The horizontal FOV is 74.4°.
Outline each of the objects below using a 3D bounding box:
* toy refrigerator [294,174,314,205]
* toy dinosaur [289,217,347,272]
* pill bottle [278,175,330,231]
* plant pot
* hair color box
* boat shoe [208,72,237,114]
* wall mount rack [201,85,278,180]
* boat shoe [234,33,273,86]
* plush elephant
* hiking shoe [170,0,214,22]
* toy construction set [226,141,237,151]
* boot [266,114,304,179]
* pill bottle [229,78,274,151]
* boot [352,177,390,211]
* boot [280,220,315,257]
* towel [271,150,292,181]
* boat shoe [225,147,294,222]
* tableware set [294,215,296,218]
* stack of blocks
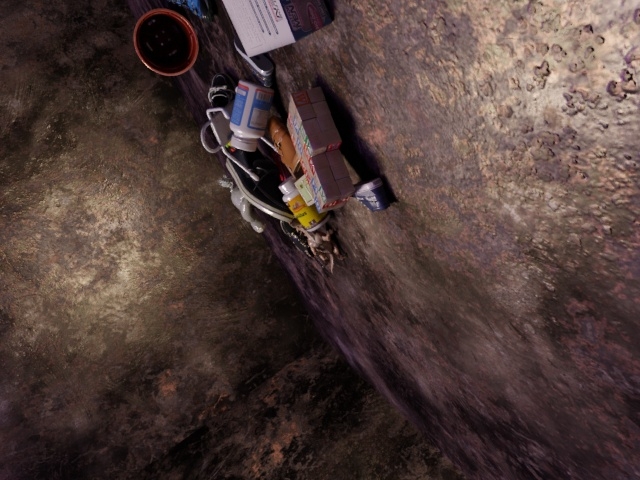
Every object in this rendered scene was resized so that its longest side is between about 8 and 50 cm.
[{"bbox_3d":[-0.007,-0.194,1.443,0.102,0.094,0.269,58,166,-6],"label":"toy refrigerator"},{"bbox_3d":[0.000,0.000,1.808,0.295,0.127,0.200,53,179,-38],"label":"toy dinosaur"},{"bbox_3d":[-0.065,-0.147,1.635,0.215,0.117,0.117,52,168,-17],"label":"pill bottle"},{"bbox_3d":[-0.729,-0.937,1.976,0.265,0.272,0.272,53,168,53],"label":"plant pot"},{"bbox_3d":[-0.119,-0.557,1.006,0.347,0.105,0.174,34,153,59],"label":"hair color box"},{"bbox_3d":[-0.406,-0.585,1.729,0.105,0.113,0.306,51,-152,-64],"label":"boat shoe"},{"bbox_3d":[-0.294,-0.416,1.638,0.130,0.350,0.304,4,133,28],"label":"wall mount rack"},{"bbox_3d":[-0.218,-0.581,1.370,0.183,0.065,0.083,53,164,13],"label":"boat shoe"},{"bbox_3d":[-0.294,-0.237,2.039,0.255,0.271,0.330,-8,147,40],"label":"plush elephant"},{"bbox_3d":[-0.494,-0.878,1.518,0.304,0.132,0.113,53,165,16],"label":"hiking shoe"},{"bbox_3d":[-0.445,-0.536,2.057,0.215,0.151,0.327,37,-175,-28],"label":"toy construction set"},{"bbox_3d":[-0.100,-0.344,1.458,0.220,0.109,0.283,61,173,1],"label":"boot"},{"bbox_3d":[-0.244,-0.429,1.459,0.124,0.124,0.221,42,120,47],"label":"pill bottle"},{"bbox_3d":[0.126,-0.121,1.197,0.086,0.069,0.190,66,164,-10],"label":"boot"},{"bbox_3d":[-0.100,-0.018,2.163,0.236,0.085,0.178,58,165,-29],"label":"boot"},{"bbox_3d":[-0.110,-0.252,1.796,0.275,0.031,0.199,45,163,39],"label":"towel"},{"bbox_3d":[-0.245,-0.258,1.780,0.187,0.156,0.500,20,-155,-48],"label":"boat shoe"},{"bbox_3d":[-0.161,-0.195,2.107,0.168,0.020,0.141,48,158,44],"label":"tableware set"},{"bbox_3d":[-0.002,-0.246,1.177,0.171,0.087,0.297,123,128,-74],"label":"stack of blocks"}]
